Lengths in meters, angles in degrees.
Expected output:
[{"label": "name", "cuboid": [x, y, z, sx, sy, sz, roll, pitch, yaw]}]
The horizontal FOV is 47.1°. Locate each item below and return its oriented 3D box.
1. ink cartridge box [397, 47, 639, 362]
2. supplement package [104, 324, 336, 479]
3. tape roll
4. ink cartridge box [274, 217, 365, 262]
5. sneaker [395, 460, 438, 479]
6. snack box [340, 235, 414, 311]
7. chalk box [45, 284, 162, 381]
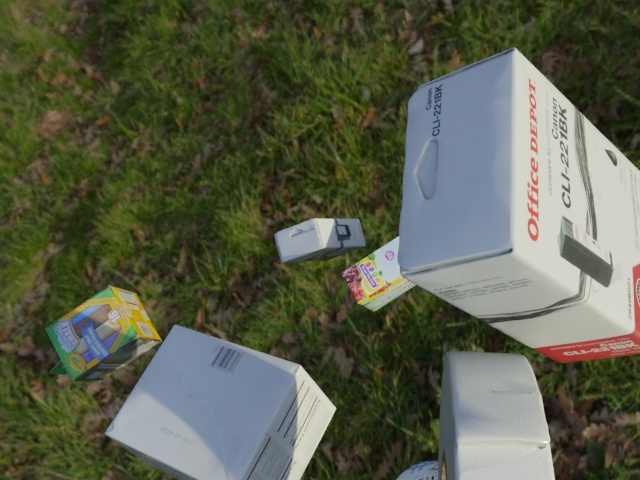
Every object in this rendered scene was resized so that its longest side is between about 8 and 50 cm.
[{"label": "ink cartridge box", "cuboid": [0.205, -0.019, 0.692, 0.114, 0.273, 0.197, -17, 56, 43]}, {"label": "supplement package", "cuboid": [-0.149, 0.274, 1.119, 0.262, 0.145, 0.204, 12, 59, 34]}, {"label": "tape roll", "cuboid": [0.141, 0.290, 0.634, 0.072, 0.392, 0.392, 0, 55, 8]}, {"label": "ink cartridge box", "cuboid": [0.000, 0.000, 1.452, 0.109, 0.150, 0.063, -20, 79, 35]}, {"label": "sneaker", "cuboid": [0.251, 0.498, 1.521, 0.237, 0.086, 0.085, -19, 68, 31]}, {"label": "snack box", "cuboid": [0.154, 0.043, 1.344, 0.207, 0.174, 0.070, -32, 74, 5]}, {"label": "chalk box", "cuboid": [-0.471, 0.210, 1.540, 0.213, 0.132, 0.132, -33, 75, 2]}]
